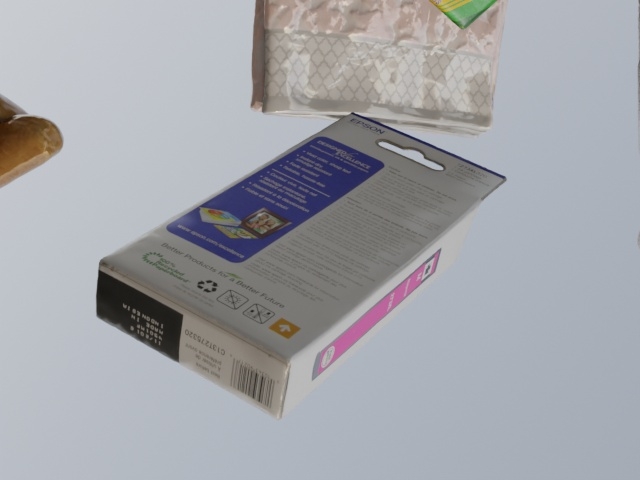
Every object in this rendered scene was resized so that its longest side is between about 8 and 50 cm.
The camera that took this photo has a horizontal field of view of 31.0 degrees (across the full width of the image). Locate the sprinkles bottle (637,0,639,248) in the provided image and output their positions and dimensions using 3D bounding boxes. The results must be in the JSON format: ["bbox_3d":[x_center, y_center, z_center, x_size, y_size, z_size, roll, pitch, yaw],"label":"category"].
[{"bbox_3d":[0.321,-0.157,0.950,0.121,0.121,0.355,11,-64,40],"label":"sprinkles bottle"}]

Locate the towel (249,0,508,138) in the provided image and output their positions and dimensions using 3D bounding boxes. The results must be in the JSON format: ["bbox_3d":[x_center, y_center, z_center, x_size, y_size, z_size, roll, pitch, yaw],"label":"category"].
[{"bbox_3d":[0.081,-0.288,1.346,0.053,0.332,0.317,15,-79,61],"label":"towel"}]

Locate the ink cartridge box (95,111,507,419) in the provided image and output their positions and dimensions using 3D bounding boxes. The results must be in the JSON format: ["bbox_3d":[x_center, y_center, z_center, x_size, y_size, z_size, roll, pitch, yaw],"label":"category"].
[{"bbox_3d":[0.000,0.000,0.973,0.176,0.371,0.069,26,-52,23],"label":"ink cartridge box"}]

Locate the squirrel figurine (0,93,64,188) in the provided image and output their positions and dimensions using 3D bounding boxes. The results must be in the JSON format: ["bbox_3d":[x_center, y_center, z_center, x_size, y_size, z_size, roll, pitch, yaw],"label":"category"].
[{"bbox_3d":[-0.458,-0.177,1.077,0.281,0.370,0.397,-34,-165,-5],"label":"squirrel figurine"}]

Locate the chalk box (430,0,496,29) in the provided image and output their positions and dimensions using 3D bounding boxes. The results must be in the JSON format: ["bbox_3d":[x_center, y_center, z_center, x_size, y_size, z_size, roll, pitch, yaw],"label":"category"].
[{"bbox_3d":[0.124,-0.286,0.826,0.213,0.132,0.132,-41,-131,20],"label":"chalk box"}]
